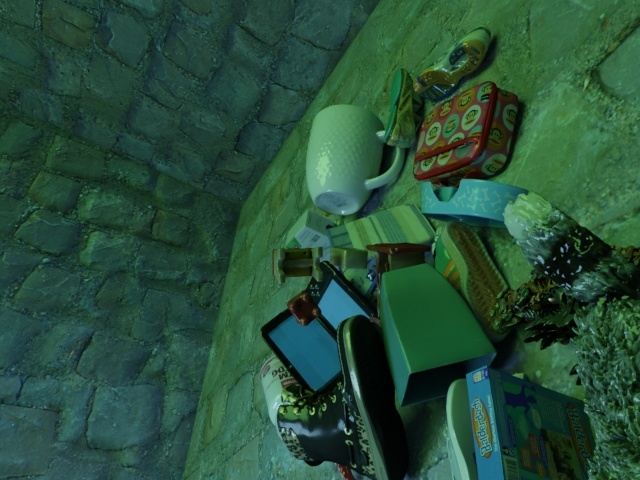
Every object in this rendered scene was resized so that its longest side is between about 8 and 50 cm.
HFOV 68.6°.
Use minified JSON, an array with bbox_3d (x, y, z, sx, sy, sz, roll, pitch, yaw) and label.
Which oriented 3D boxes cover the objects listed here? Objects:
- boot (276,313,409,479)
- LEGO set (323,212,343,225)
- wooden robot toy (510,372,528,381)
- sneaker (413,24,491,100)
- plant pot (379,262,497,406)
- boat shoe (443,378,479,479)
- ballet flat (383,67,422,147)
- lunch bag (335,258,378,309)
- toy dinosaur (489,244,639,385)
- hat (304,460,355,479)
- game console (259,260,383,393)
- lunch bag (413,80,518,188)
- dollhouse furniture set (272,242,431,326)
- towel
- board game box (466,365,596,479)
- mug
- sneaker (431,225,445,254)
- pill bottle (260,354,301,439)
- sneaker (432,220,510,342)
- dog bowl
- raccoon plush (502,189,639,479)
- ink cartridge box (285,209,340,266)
[{"bbox_3d":[0.027,0.355,1.052,0.284,0.378,0.138,-9,12,37],"label":"boot"},{"bbox_3d":[0.078,-0.140,1.828,0.227,0.086,0.093,-68,21,1],"label":"LEGO set"},{"bbox_3d":[0.313,0.298,0.853,0.173,0.076,0.079,-43,42,47],"label":"wooden robot toy"},{"bbox_3d":[0.414,-0.545,1.456,0.131,0.112,0.296,-57,17,-25],"label":"sneaker"},{"bbox_3d":[0.207,0.174,0.940,0.166,0.165,0.234,87,170,-51],"label":"plant pot"},{"bbox_3d":[0.254,0.362,0.835,0.081,0.079,0.228,150,114,-67],"label":"boat shoe"},{"bbox_3d":[0.290,-0.447,1.600,0.123,0.123,0.349,-40,31,50],"label":"ballet flat"},{"bbox_3d":[0.140,0.098,1.407,0.243,0.114,0.303,-61,21,20],"label":"lunch bag"},{"bbox_3d":[0.406,0.086,0.754,0.322,0.164,0.218,111,-178,-46],"label":"toy dinosaur"},{"bbox_3d":[0.061,0.514,1.212,0.183,0.173,0.209,-7,94,37],"label":"hat"},{"bbox_3d":[0.009,0.247,1.279,0.293,0.173,0.250,44,129,25],"label":"game console"},{"bbox_3d":[0.366,-0.248,1.226,0.293,0.120,0.258,-11,62,67],"label":"lunch bag"},{"bbox_3d":[0.072,0.109,1.108,0.152,0.373,0.202,-171,80,-76],"label":"dollhouse furniture set"},{"bbox_3d":[0.166,-0.015,1.317,0.209,0.284,0.034,-107,0,-58],"label":"towel"},{"bbox_3d":[0.310,0.288,0.671,0.047,0.210,0.160,-45,29,45],"label":"board game box"},{"bbox_3d":[0.122,-0.277,1.671,0.373,0.276,0.328,-6,61,31],"label":"mug"},{"bbox_3d":[0.317,0.001,1.181,0.069,0.038,0.098,-31,41,57],"label":"sneaker"},{"bbox_3d":[-0.095,0.496,1.490,0.161,0.160,0.283,-63,22,9],"label":"pill bottle"},{"bbox_3d":[0.318,0.102,1.013,0.121,0.108,0.302,108,163,-44],"label":"sneaker"},{"bbox_3d":[0.338,-0.079,1.054,0.297,0.165,0.074,-170,93,-68],"label":"dog bowl"},{"bbox_3d":[0.335,0.192,0.581,0.299,0.216,0.446,-51,50,17],"label":"raccoon plush"},{"bbox_3d":[0.000,0.000,1.705,0.153,0.208,0.087,-45,27,42],"label":"ink cartridge box"}]
